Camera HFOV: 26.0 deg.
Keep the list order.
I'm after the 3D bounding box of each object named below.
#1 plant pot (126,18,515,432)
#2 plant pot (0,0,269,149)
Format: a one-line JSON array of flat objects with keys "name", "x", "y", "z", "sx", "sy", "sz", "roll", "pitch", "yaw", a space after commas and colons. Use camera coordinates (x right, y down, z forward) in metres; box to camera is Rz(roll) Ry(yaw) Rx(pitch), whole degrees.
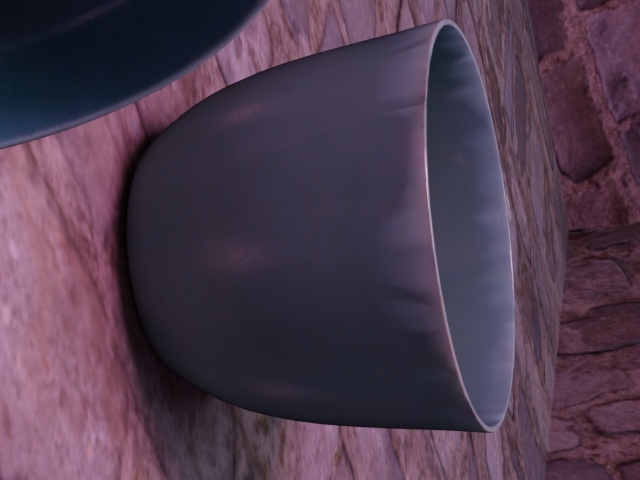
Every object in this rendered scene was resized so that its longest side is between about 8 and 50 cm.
[{"name": "plant pot", "x": 0.000, "y": 0.000, "z": 1.015, "sx": 0.293, "sy": 0.235, "sz": 0.293, "roll": -6, "pitch": 90, "yaw": -73}, {"name": "plant pot", "x": -0.172, "y": -0.198, "z": 0.531, "sx": 0.271, "sy": 0.272, "sz": 0.255, "roll": 30, "pitch": 41, "yaw": -69}]
